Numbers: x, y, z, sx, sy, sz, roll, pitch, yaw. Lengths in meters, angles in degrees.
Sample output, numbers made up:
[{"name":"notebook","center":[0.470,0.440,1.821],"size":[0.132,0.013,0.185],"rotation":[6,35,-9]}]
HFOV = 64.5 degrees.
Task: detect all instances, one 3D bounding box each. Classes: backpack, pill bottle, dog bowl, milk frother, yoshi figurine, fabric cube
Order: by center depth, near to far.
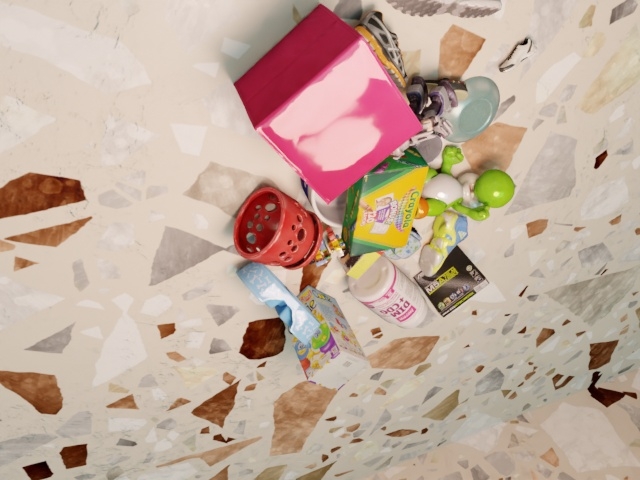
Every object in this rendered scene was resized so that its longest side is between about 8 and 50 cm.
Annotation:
[{"name":"fabric cube","center":[0.009,-0.288,1.079],"size":[0.258,0.259,0.254],"rotation":[-39,130,11]},{"name":"milk frother","center":[0.275,-0.263,1.315],"size":[0.143,0.134,0.129],"rotation":[-27,135,-3]},{"name":"dog bowl","center":[0.085,-0.166,1.329],"size":[0.265,0.104,0.264],"rotation":[-13,133,-15]},{"name":"yoshi figurine","center":[0.401,-0.147,1.439],"size":[0.362,0.203,0.203],"rotation":[-4,122,-26]},{"name":"dog bowl","center":[-0.113,0.170,1.445],"size":[0.074,0.166,0.297],"rotation":[-44,105,-4]},{"name":"backpack","center":[0.244,0.007,1.565],"size":[0.105,0.084,0.114],"rotation":[30,114,-37]},{"name":"pill bottle","center":[0.227,0.175,1.644],"size":[0.160,0.160,0.283],"rotation":[-41,133,11]}]

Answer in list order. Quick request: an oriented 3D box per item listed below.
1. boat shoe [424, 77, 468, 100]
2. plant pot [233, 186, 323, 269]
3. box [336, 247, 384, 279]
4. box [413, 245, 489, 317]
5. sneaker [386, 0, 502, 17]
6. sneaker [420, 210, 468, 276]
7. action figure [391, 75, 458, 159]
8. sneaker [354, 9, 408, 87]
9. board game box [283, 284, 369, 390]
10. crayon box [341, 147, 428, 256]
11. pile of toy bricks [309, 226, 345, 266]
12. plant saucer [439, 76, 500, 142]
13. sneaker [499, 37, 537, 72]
[{"name":"boat shoe","center":[0.312,-0.390,1.294],"size":[0.133,0.042,0.049],"rotation":[4,157,-13]},{"name":"plant pot","center":[-0.100,-0.019,1.307],"size":[0.174,0.191,0.191],"rotation":[26,113,-41]},{"name":"box","center":[0.155,0.005,1.520],"size":[0.058,0.087,0.232],"rotation":[29,110,-40]},{"name":"box","center":[0.432,0.132,1.691],"size":[0.191,0.184,0.045],"rotation":[-39,135,10]},{"name":"sneaker","center":[0.262,-0.560,1.108],"size":[0.282,0.105,0.115],"rotation":[-2,95,-19]},{"name":"sneaker","center":[0.414,0.016,1.649],"size":[0.126,0.091,0.240],"rotation":[-3,128,-24]},{"name":"action figure","center":[0.225,-0.275,1.174],"size":[0.285,0.185,0.099],"rotation":[-56,137,-35]},{"name":"sneaker","center":[0.152,-0.429,1.159],"size":[0.215,0.084,0.083],"rotation":[37,82,-50]},{"name":"board game box","center":[0.006,0.297,1.563],"size":[0.142,0.275,0.144],"rotation":[-45,132,15]},{"name":"crayon box","center":[0.154,-0.091,1.277],"size":[0.166,0.081,0.278],"rotation":[-10,137,-15]},{"name":"pile of toy bricks","center":[0.000,0.000,1.413],"size":[0.118,0.212,0.105],"rotation":[-25,95,3]},{"name":"plant saucer","center":[0.413,-0.345,1.380],"size":[0.195,0.037,0.194],"rotation":[-13,131,-15]},{"name":"sneaker","center":[0.506,-0.479,1.315],"size":[0.109,0.040,0.043],"rotation":[-39,117,5]}]
